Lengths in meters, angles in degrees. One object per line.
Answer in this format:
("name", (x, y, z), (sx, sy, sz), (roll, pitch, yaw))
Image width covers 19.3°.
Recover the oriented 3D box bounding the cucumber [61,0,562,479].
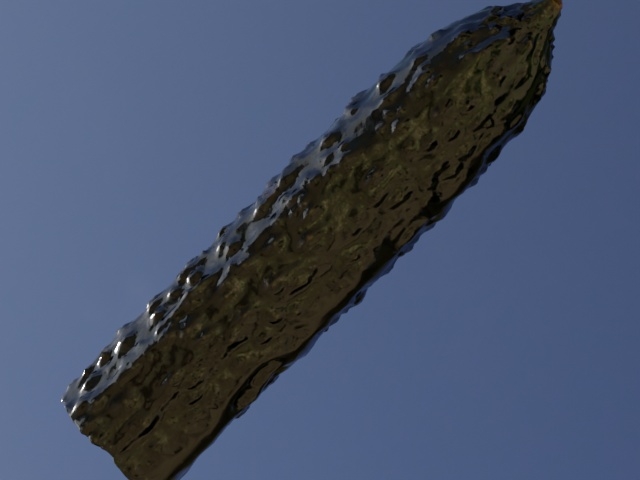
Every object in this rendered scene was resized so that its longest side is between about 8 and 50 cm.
("cucumber", (0.001, 0.000, 0.835), (0.072, 0.072, 0.300), (44, -75, -5))
